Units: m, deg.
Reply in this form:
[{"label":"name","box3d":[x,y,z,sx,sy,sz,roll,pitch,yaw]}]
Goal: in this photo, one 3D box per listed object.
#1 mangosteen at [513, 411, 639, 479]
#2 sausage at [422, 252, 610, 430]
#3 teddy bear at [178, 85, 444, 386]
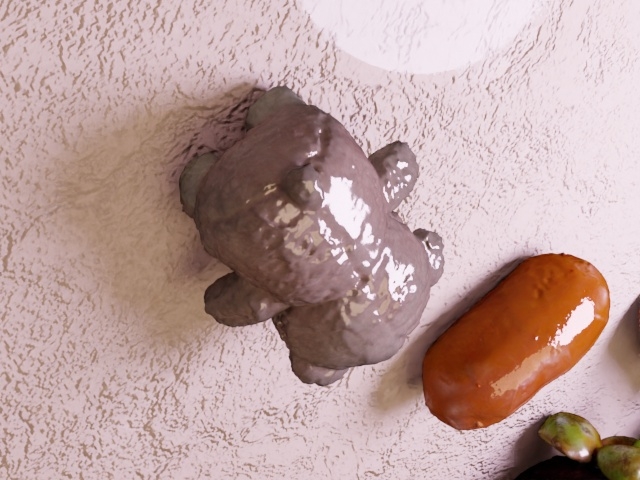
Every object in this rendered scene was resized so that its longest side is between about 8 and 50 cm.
[{"label":"mangosteen","box3d":[0.380,0.415,1.397,0.330,0.330,0.330,-20,129,-27]},{"label":"sausage","box3d":[0.229,0.117,1.202,0.258,0.133,0.133,-38,135,-11]},{"label":"teddy bear","box3d":[0.000,0.000,0.920,0.236,0.151,0.267,-43,135,-3]}]
